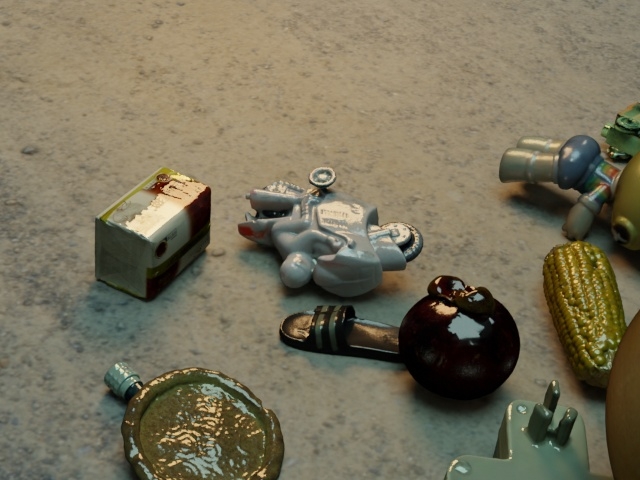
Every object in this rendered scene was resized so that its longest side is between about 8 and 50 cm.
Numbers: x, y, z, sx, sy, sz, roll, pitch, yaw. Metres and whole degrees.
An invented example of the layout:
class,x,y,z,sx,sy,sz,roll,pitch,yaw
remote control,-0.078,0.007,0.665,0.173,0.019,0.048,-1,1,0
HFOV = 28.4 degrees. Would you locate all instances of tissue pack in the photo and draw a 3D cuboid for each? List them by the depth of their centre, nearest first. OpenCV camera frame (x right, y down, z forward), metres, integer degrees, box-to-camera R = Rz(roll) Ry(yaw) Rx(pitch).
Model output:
class,x,y,z,sx,sy,sz,roll,pitch,yaw
tissue pack,-0.219,-0.010,1.674,0.099,0.106,0.149,23,39,19

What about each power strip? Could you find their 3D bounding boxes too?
class,x,y,z,sx,sy,sz,roll,pitch,yaw
power strip,0.243,0.277,1.344,0.229,0.141,0.261,8,39,0

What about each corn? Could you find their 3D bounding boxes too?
class,x,y,z,sx,sy,sz,roll,pitch,yaw
corn,0.347,0.090,1.644,0.097,0.097,0.262,3,38,-5

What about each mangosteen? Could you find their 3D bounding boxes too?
class,x,y,z,sx,sy,sz,roll,pitch,yaw
mangosteen,0.170,0.115,1.537,0.152,0.152,0.152,5,36,-3

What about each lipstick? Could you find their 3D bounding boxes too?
class,x,y,z,sx,sy,sz,roll,pitch,yaw
lipstick,-0.205,0.189,1.472,0.037,0.037,0.116,-25,52,-36

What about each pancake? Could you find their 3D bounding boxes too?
class,x,y,z,sx,sy,sz,roll,pitch,yaw
pancake,-0.131,0.221,1.425,0.199,0.021,0.199,12,43,-11

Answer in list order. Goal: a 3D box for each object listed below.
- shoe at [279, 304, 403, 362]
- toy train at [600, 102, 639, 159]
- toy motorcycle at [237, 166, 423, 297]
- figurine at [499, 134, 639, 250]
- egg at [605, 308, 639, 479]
class,x,y,z,sx,sy,sz,roll,pitch,yaw
shoe,0.039,0.108,1.605,0.179,0.049,0.071,10,36,4
toy train,0.542,-0.155,2.029,0.176,0.074,0.118,30,39,32
toy motorcycle,0.000,0.000,1.707,0.260,0.110,0.171,20,50,26
figurine,0.442,-0.084,1.816,0.381,0.205,0.224,9,29,16
egg,0.435,0.189,1.248,0.301,0.301,0.374,7,53,0
